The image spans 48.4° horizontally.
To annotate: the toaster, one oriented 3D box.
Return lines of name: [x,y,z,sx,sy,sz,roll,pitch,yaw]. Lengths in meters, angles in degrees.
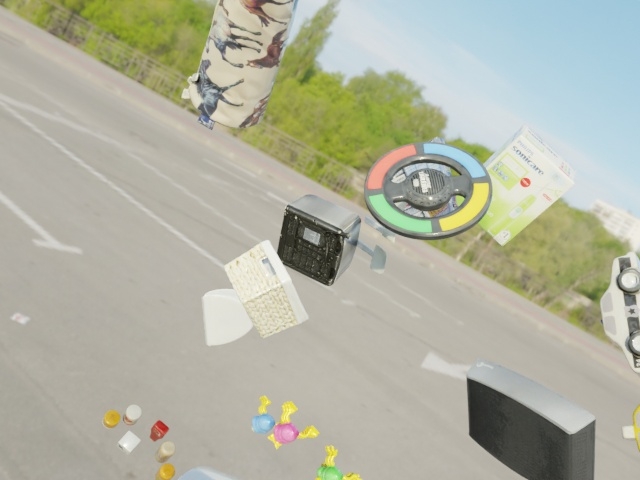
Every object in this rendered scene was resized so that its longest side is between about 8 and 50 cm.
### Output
toaster: [0.000,0.000,1.678,0.185,0.168,0.110,25,36,19]

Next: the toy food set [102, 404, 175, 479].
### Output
toy food set: [-0.459,0.520,1.835,0.232,0.104,0.111,39,51,1]

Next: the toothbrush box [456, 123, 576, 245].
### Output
toothbrush box: [0.558,-0.158,2.056,0.206,0.283,0.122,43,32,-2]

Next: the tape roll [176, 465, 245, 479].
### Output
tape roll: [-0.238,0.661,1.631,0.169,0.246,0.246,7,-6,33]

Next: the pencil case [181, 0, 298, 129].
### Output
pencil case: [-0.157,-0.422,1.451,0.183,0.410,0.160,8,43,-18]

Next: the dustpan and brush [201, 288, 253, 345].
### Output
dustpan and brush: [-0.180,0.180,1.755,0.211,0.147,0.060,-3,23,-4]

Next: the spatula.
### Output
spatula: [0.127,-0.026,1.605,0.019,0.168,0.242,11,8,-16]

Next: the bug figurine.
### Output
bug figurine: [-0.038,0.430,1.427,0.279,0.072,0.216,46,-27,5]

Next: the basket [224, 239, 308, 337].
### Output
basket: [-0.105,0.100,1.378,0.113,0.103,0.167,58,-7,35]

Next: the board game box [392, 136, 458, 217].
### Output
board game box: [0.228,-0.103,1.615,0.060,0.194,0.194,-7,71,-64]

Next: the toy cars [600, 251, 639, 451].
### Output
toy cars: [0.490,0.211,1.096,0.087,0.394,0.176,-13,18,28]

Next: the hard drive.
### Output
hard drive: [0.343,0.317,1.200,0.054,0.172,0.254,-16,21,-28]

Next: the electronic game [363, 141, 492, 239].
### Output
electronic game: [0.192,-0.093,1.279,0.229,0.229,0.048,32,-27,27]
